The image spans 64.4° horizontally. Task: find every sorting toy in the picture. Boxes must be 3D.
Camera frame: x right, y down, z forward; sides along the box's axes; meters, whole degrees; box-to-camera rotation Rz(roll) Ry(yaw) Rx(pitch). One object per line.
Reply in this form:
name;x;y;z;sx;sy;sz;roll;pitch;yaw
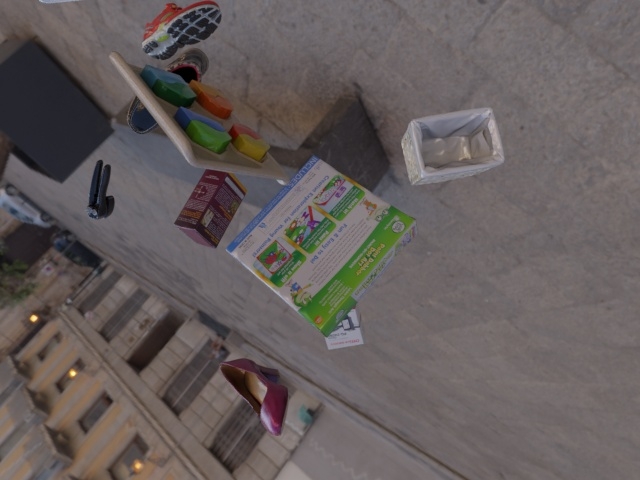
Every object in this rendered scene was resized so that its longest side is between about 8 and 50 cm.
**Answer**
sorting toy;-0.142;-0.155;0.651;0.193;0.038;0.208;50;-160;22

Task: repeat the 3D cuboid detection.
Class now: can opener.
can opener;-0.595;-0.134;1.365;0.059;0.073;0.186;21;125;4

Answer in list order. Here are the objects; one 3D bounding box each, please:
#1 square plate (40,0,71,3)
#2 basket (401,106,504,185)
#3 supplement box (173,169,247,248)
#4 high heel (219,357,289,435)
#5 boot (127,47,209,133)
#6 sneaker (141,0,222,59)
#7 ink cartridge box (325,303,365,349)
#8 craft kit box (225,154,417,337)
square plate;-0.396;-0.568;0.851;0.346;0.049;0.344;-4;154;3
basket;0.247;-0.177;0.980;0.103;0.167;0.114;137;122;-79
supplement box;-0.286;-0.089;1.340;0.080;0.188;0.104;14;158;31
high heel;-0.194;0.432;1.415;0.181;0.127;0.377;13;179;-12
boot;-0.523;-0.482;1.706;0.138;0.377;0.284;46;-171;-26
sneaker;-0.391;-0.602;1.388;0.278;0.119;0.107;-12;165;29
ink cartridge box;0.059;0.227;1.449;0.063;0.109;0.151;-71;-33;-69
craft kit box;0.000;0.000;0.908;0.246;0.250;0.061;37;168;30
